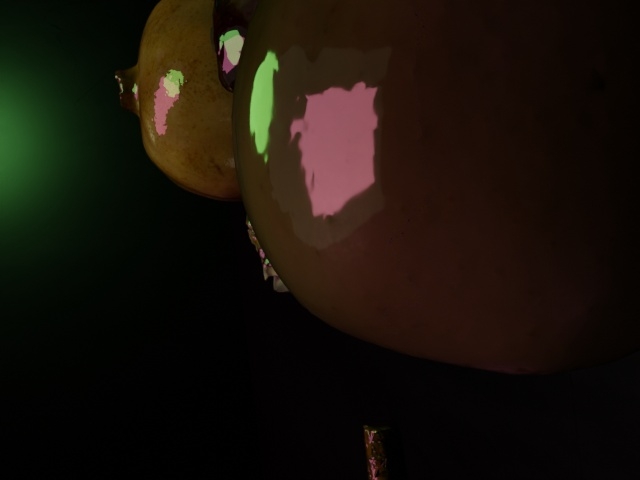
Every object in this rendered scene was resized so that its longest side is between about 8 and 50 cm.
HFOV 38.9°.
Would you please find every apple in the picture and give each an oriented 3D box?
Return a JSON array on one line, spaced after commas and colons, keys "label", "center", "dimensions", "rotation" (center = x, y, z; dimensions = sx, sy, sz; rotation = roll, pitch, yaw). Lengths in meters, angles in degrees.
[{"label": "apple", "center": [0.108, -0.089, 0.604], "dimensions": [0.357, 0.358, 0.357], "rotation": [172, 90, -78]}]

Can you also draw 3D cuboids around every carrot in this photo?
[{"label": "carrot", "center": [0.110, 0.419, 1.513], "dimensions": [0.069, 0.069, 0.228], "rotation": [157, 107, -77]}]

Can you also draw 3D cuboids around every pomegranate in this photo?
[{"label": "pomegranate", "center": [-0.170, -0.262, 1.622], "dimensions": [0.417, 0.417, 0.416], "rotation": [172, 90, -78]}]

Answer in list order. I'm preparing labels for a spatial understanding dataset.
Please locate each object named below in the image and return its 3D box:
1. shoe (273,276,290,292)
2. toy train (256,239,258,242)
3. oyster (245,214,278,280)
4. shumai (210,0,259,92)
[{"label": "shoe", "center": [-0.047, 0.014, 1.868], "dimensions": [0.316, 0.124, 0.159], "rotation": [-155, 66, -75]}, {"label": "toy train", "center": [0.000, 0.000, 1.452], "dimensions": [0.296, 0.101, 0.160], "rotation": [12, 118, 55]}, {"label": "oyster", "center": [-0.068, -0.044, 1.767], "dimensions": [0.214, 0.083, 0.222], "rotation": [-38, 46, 31]}, {"label": "shumai", "center": [0.020, -0.283, 0.995], "dimensions": [0.346, 0.283, 0.217], "rotation": [-112, 17, -54]}]
